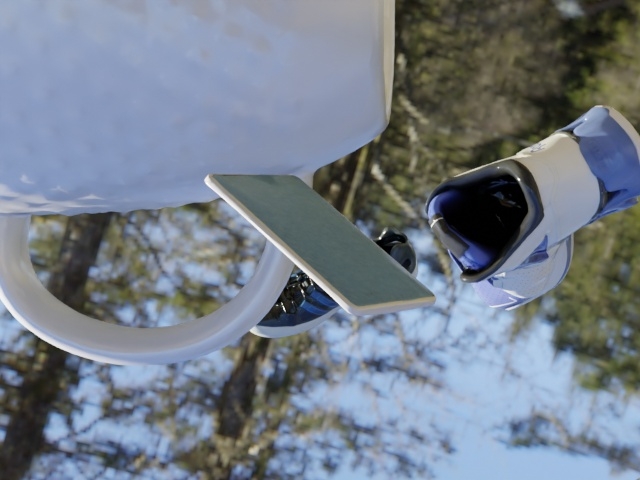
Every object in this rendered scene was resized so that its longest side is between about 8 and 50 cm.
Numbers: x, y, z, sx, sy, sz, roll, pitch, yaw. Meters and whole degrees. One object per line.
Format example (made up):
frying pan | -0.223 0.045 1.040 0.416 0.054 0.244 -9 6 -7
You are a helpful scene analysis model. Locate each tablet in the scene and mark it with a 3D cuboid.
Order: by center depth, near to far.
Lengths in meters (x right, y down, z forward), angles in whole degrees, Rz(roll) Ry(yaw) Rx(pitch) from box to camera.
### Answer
tablet | 0.000 0.000 0.462 0.083 0.006 0.054 42 -154 29

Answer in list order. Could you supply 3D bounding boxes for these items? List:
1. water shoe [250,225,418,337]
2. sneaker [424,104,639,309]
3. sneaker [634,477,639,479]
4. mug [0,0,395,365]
water shoe | 0.005 0.038 1.383 0.203 0.080 0.073 -21 -133 -2
sneaker | 0.179 -0.018 1.273 0.182 0.127 0.315 -19 162 -21
sneaker | 0.433 0.260 1.327 0.129 0.297 0.111 55 163 7
mug | -0.119 -0.105 0.800 0.328 0.374 0.276 1 -174 6
